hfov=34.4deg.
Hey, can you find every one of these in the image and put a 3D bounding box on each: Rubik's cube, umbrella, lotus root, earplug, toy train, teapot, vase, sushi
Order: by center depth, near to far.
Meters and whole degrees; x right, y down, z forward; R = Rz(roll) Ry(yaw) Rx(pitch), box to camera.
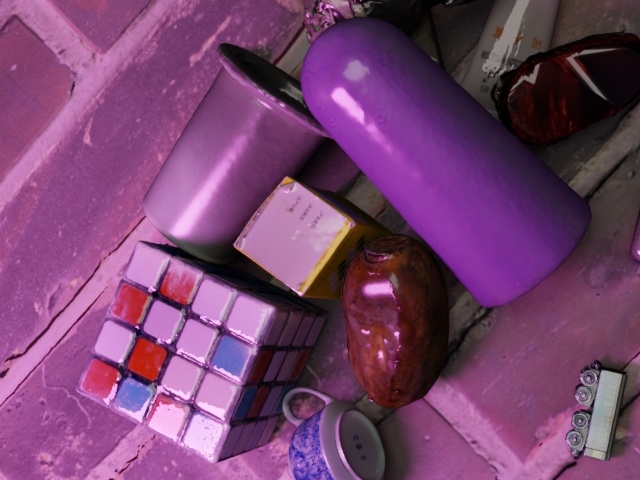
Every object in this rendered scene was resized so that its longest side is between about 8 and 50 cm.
[{"bbox_3d":[0.160,-0.130,1.471,0.215,0.215,0.456,-44,100,9],"label":"earplug"},{"bbox_3d":[0.145,-0.367,1.511,0.358,0.113,0.106,-17,42,8],"label":"umbrella"},{"bbox_3d":[0.370,-0.226,1.527,0.225,0.126,0.136,-23,100,7],"label":"sushi"},{"bbox_3d":[0.410,0.253,1.539,0.071,0.038,0.147,11,88,14],"label":"toy train"},{"bbox_3d":[0.117,0.116,1.541,0.160,0.152,0.274,38,142,49],"label":"lotus root"},{"bbox_3d":[0.007,0.335,1.598,0.159,0.159,0.231,-23,78,13],"label":"teapot"},{"bbox_3d":[-0.178,0.169,1.604,0.256,0.259,0.253,24,93,18],"label":"Rubik's cube"},{"bbox_3d":[-0.124,-0.120,1.604,0.245,0.245,0.291,38,107,16],"label":"vase"}]

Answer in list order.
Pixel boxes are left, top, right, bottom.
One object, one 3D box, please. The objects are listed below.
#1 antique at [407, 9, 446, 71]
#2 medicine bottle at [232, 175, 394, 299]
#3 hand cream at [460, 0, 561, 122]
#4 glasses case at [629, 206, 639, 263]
[{"bbox_3d":[0.115,-0.351,1.641,0.125,0.150,0.284,-14,73,11],"label":"antique"},{"bbox_3d":[0.000,0.000,1.575,0.141,0.250,0.137,34,97,19],"label":"medicine bottle"},{"bbox_3d":[0.302,-0.326,1.603,0.140,0.089,0.314,13,97,3],"label":"hand cream"},{"bbox_3d":[0.552,-0.106,1.510,0.131,0.074,0.323,15,89,16],"label":"glasses case"}]
